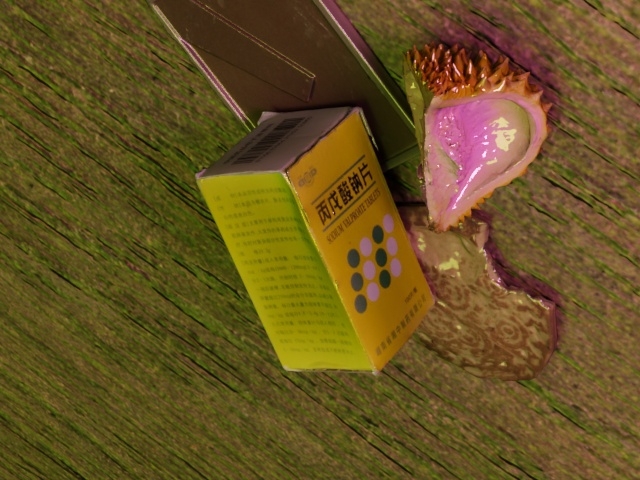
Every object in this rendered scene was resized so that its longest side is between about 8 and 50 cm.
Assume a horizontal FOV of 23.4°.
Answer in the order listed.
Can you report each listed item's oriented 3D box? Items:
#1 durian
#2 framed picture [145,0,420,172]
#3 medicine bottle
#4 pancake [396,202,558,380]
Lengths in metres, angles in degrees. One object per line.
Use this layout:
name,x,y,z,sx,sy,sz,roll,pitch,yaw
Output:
durian,0.124,-0.104,1.426,0.165,0.132,0.182,5,140,50
framed picture,-0.035,-0.176,1.576,0.289,0.016,0.213,52,139,-11
medicine bottle,0.000,0.000,1.576,0.141,0.137,0.250,-2,121,44
pancake,0.146,0.057,1.624,0.212,0.029,0.235,-22,108,49
